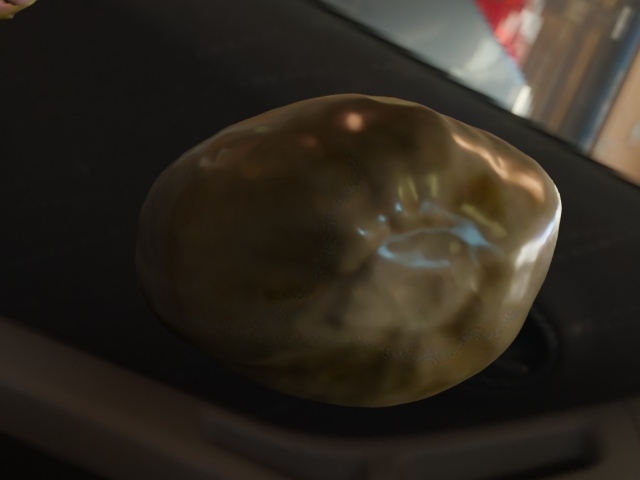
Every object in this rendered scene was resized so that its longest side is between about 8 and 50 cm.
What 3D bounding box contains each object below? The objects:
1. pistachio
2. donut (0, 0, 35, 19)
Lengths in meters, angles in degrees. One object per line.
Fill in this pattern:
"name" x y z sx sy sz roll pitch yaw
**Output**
"pistachio" 0.000 0.000 0.611 0.185 0.108 0.126 -2 31 43
"donut" -0.172 -0.113 0.450 0.199 0.085 0.233 -9 -11 -2
